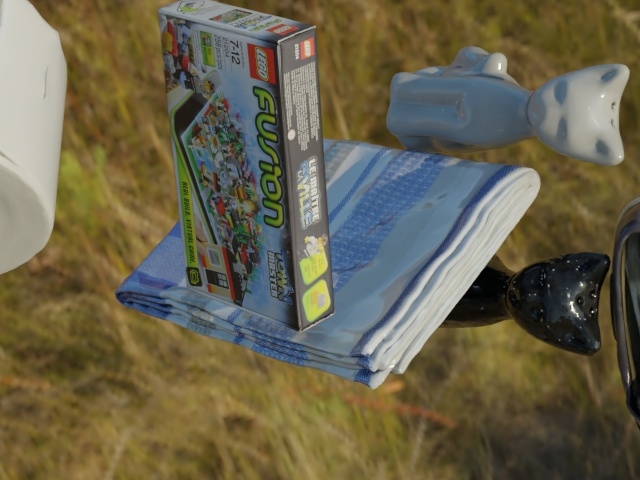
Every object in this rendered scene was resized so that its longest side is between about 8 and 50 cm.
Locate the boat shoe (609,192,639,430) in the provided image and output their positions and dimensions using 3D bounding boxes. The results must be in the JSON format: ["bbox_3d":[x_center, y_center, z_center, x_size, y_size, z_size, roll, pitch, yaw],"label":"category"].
[{"bbox_3d":[0.256,0.108,1.314,0.103,0.285,0.092,-11,8,31],"label":"boat shoe"}]

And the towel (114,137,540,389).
[{"bbox_3d":[0.000,0.000,1.376,0.285,0.034,0.209,13,53,44],"label":"towel"}]

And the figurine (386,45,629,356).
[{"bbox_3d":[0.138,-0.032,1.362,0.092,0.214,0.209,4,4,-36],"label":"figurine"}]

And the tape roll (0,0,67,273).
[{"bbox_3d":[-0.280,-0.064,1.032,0.286,0.286,0.100,-4,67,15],"label":"tape roll"}]

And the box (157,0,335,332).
[{"bbox_3d":[-0.048,-0.051,1.261,0.114,0.207,0.036,18,33,40],"label":"box"}]
